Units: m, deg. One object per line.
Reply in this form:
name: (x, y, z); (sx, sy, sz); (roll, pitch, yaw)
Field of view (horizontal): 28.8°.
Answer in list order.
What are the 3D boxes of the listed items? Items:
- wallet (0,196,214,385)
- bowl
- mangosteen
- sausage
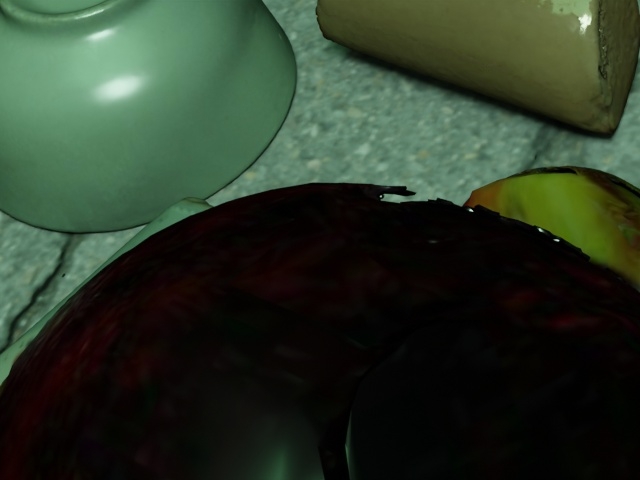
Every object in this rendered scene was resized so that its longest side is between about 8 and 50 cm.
wallet: (-0.137, 0.113, 0.779); (0.360, 0.083, 0.252); (-45, 36, -23)
bowl: (-0.174, -0.160, 1.000); (0.289, 0.146, 0.289); (-8, 48, 9)
mangosteen: (0.046, 0.146, 0.524); (0.421, 0.381, 0.381); (-26, 48, -17)
sausage: (0.125, -0.175, 0.953); (0.253, 0.123, 0.123); (24, 59, 29)
